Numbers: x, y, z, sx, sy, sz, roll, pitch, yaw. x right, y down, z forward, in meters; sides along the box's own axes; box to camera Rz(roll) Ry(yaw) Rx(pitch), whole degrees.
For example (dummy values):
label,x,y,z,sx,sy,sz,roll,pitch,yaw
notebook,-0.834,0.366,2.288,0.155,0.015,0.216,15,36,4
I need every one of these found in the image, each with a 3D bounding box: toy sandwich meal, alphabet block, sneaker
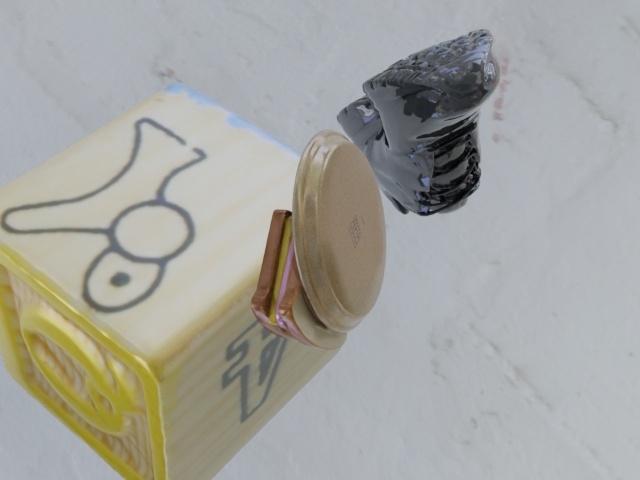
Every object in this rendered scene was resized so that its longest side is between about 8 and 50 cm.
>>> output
label,x,y,z,sx,sy,sz,roll,pitch,yaw
toy sandwich meal,0.000,0.000,0.341,0.029,0.085,0.086,-4,-74,25
alphabet block,-0.106,0.037,0.644,0.197,0.192,0.193,-40,-30,-33
sneaker,0.095,-0.086,0.738,0.109,0.286,0.130,-24,-90,-4
